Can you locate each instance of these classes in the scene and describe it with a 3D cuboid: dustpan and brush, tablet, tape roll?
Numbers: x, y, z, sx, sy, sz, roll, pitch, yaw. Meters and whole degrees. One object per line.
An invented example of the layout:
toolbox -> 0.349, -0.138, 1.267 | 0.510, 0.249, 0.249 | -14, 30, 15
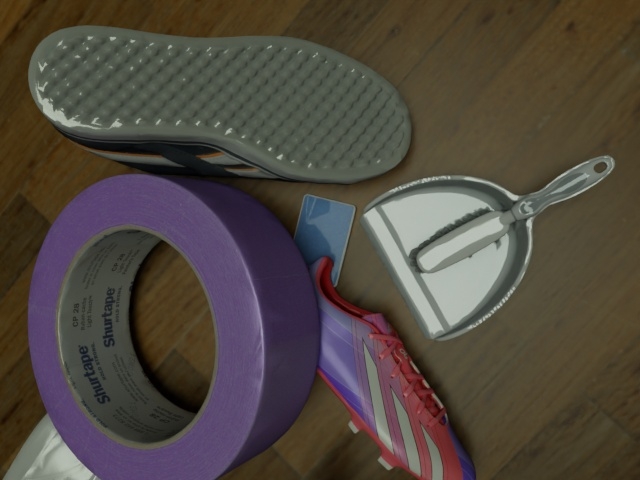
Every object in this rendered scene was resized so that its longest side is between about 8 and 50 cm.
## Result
dustpan and brush -> 0.152, -0.014, 0.519 | 0.211, 0.060, 0.147 | -30, 85, 11
tablet -> 0.000, 0.000, 0.581 | 0.054, 0.006, 0.083 | 15, 93, 12
tape roll -> -0.140, 0.080, 0.534 | 0.274, 0.090, 0.275 | 0, 91, 29

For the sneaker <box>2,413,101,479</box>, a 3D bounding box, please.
sneaker -> -0.261, 0.324, 0.594 | 0.169, 0.108, 0.293 | 32, 96, 13

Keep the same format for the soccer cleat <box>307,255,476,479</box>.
soccer cleat -> 0.055, 0.123, 0.536 | 0.248, 0.083, 0.095 | 43, 99, 11

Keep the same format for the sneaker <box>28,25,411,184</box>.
sneaker -> -0.082, -0.118, 0.546 | 0.321, 0.127, 0.126 | 8, 85, -13
